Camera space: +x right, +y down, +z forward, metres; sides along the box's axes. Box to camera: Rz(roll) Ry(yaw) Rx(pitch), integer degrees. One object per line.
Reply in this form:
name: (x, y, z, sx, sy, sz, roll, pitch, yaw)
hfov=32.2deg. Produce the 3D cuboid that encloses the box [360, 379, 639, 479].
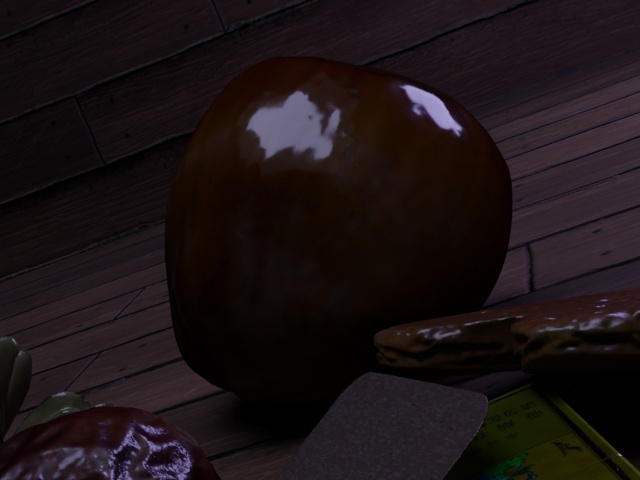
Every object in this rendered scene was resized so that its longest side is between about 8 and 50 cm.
box: (0.111, 0.165, 0.666, 0.141, 0.064, 0.220, -22, 9, -3)

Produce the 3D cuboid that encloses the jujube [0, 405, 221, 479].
jujube: (-0.154, 0.205, 0.675, 0.183, 0.183, 0.243, -15, 10, 33)

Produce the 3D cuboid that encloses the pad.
pad: (0.015, 0.164, 0.748, 0.176, 0.002, 0.266, -51, 10, -12)

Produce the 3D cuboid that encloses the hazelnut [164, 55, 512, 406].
hazelnut: (0.002, -0.008, 1.101, 0.366, 0.365, 0.366, -21, 11, 4)

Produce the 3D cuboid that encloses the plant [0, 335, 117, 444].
plant: (-0.290, 0.252, 0.840, 0.306, 0.297, 0.261, 18, 35, -11)

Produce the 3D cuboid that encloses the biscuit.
biscuit: (0.184, 0.074, 0.823, 0.262, 0.052, 0.277, -9, -2, -8)
